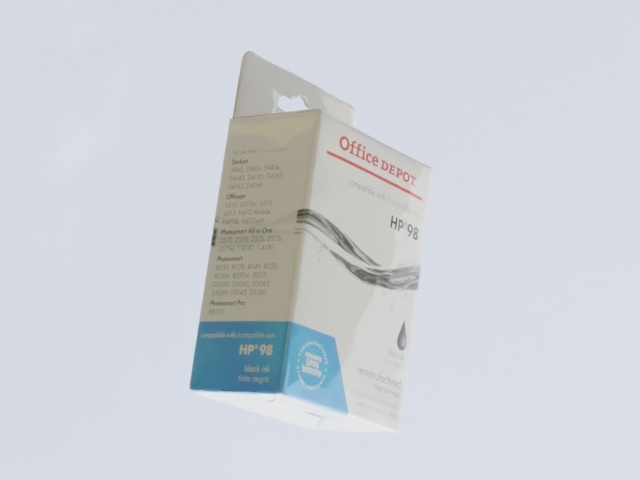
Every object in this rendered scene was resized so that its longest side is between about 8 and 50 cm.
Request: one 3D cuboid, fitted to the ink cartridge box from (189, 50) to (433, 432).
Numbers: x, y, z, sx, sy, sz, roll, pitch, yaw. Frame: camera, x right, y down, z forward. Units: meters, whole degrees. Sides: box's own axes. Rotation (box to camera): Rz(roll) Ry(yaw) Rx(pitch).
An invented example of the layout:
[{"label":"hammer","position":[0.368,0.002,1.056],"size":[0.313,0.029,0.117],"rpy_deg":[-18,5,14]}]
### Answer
[{"label":"ink cartridge box","position":[0.000,0.000,0.952],"size":[0.060,0.104,0.180],"rpy_deg":[-2,-106,38]}]
